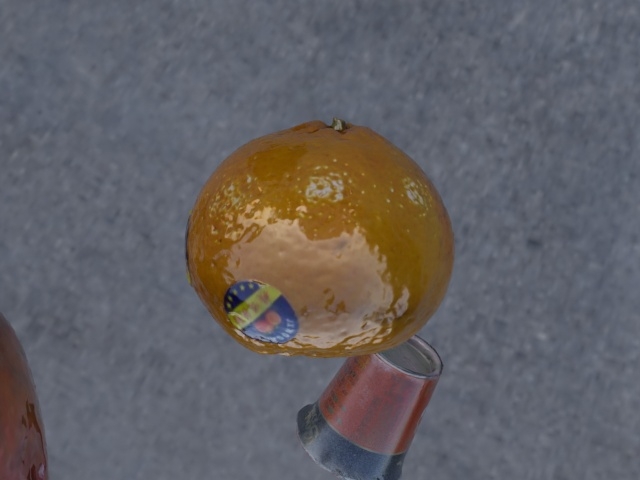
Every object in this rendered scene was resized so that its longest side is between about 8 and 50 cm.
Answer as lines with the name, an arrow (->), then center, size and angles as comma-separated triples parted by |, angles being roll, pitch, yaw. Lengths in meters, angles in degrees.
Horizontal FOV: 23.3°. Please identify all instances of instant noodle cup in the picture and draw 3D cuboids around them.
instant noodle cup -> 0.057, 0.163, 1.589 | 0.127, 0.127, 0.135 | 27, 114, -2

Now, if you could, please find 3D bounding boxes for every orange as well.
orange -> -0.001, 0.003, 1.016 | 0.178, 0.155, 0.177 | 0, 159, 0

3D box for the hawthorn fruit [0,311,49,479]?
hawthorn fruit -> -0.307, 0.186, 1.082 | 0.276, 0.276, 0.307 | -4, 116, 29
